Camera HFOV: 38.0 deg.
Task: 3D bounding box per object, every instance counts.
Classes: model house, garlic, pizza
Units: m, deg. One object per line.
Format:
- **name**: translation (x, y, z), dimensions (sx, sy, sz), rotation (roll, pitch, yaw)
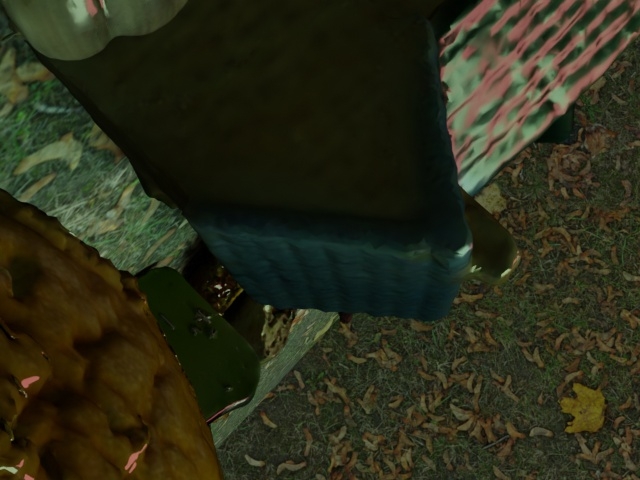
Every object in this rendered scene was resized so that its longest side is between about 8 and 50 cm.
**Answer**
- **model house**: translation (-0.234, 0.193, 1.080), dimensions (0.294, 0.207, 0.154), rotation (-35, 167, -47)
- **garlic**: translation (-0.125, -0.180, 0.454), dimensions (0.131, 0.127, 0.194), rotation (-39, 147, -23)
- **pizza**: translation (-0.138, 0.051, 1.262), dimensions (0.154, 0.069, 0.194), rotation (-53, -175, -22)
- **model house**: translation (0.050, -0.124, 0.708), dimensions (0.382, 0.342, 0.334), rotation (-47, 168, -7)

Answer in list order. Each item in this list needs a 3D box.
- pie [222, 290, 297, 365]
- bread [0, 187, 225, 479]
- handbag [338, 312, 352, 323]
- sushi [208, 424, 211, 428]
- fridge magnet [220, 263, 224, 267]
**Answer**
- **pie**: translation (-0.069, 0.057, 1.360), dimensions (0.337, 0.075, 0.337), rotation (-51, -165, 20)
- **bread**: translation (-0.220, 0.148, 0.560), dimensions (0.215, 0.398, 0.398), rotation (-38, 174, 23)
- **handbag**: translation (0.075, -0.003, 1.139), dimensions (0.216, 0.074, 0.203), rotation (-49, 175, -5)
- **sushi**: translation (-0.243, 0.248, 1.390), dimensions (0.150, 0.153, 0.172), rotation (-23, 144, -58)
- **fridge magnet**: translation (0.005, -0.108, 1.072), dimensions (0.363, 0.155, 0.364), rotation (-45, 168, -12)
